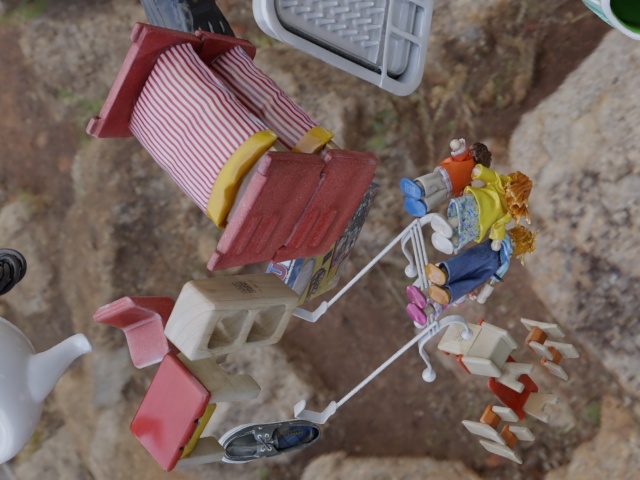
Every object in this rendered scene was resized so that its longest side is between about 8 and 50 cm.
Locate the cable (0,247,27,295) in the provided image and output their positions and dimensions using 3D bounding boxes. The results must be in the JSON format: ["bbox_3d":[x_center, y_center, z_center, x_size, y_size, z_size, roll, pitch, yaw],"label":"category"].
[{"bbox_3d":[-0.386,0.064,1.272,0.184,0.150,0.047,-86,-23,-73],"label":"cable"}]

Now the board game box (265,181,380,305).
[{"bbox_3d":[0.000,0.000,1.620,0.042,0.243,0.165,27,103,13],"label":"board game box"}]

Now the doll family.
[{"bbox_3d":[0.200,0.000,1.510,0.118,0.163,0.263,31,138,39],"label":"doll family"}]

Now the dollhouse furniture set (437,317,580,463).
[{"bbox_3d":[0.360,0.263,2.408,0.135,0.262,0.259,11,151,47],"label":"dollhouse furniture set"}]

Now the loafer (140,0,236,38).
[{"bbox_3d":[-0.148,-0.235,1.325,0.078,0.076,0.223,-11,104,50],"label":"loafer"}]

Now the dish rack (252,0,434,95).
[{"bbox_3d":[0.032,-0.367,1.657,0.072,0.332,0.286,3,82,41],"label":"dish rack"}]

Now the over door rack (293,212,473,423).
[{"bbox_3d":[0.099,0.132,1.944,0.324,0.240,0.108,-34,129,26],"label":"over door rack"}]

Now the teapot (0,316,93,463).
[{"bbox_3d":[-0.500,0.187,1.729,0.256,0.187,0.252,33,131,-11],"label":"teapot"}]

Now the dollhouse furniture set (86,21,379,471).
[{"bbox_3d":[-0.129,0.017,1.111,0.201,0.152,0.374,43,119,29],"label":"dollhouse furniture set"}]

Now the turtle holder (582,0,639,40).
[{"bbox_3d":[0.443,-0.424,1.669,0.243,0.228,0.320,-6,145,21],"label":"turtle holder"}]

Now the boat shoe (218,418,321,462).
[{"bbox_3d":[-0.067,0.261,1.596,0.040,0.142,0.049,170,90,-67],"label":"boat shoe"}]
